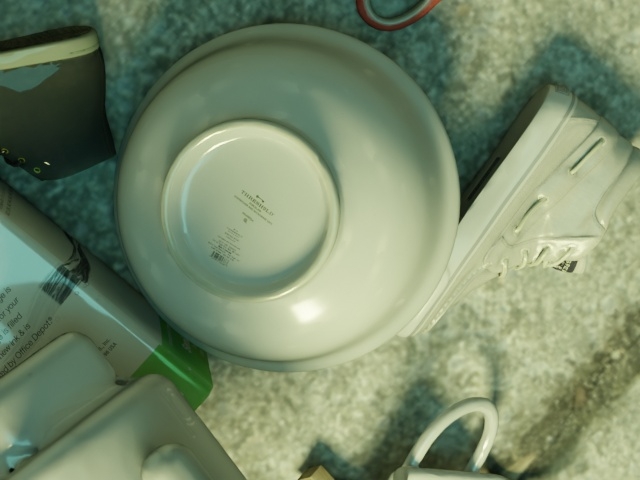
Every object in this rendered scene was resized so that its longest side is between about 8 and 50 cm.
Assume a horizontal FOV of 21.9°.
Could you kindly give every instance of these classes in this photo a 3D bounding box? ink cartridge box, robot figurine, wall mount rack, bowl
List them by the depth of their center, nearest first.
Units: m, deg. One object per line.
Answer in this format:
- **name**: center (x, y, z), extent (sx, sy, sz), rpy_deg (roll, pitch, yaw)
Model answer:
- **robot figurine**: center (-0.134, 0.244, 1.261), extent (0.200, 0.300, 0.353), rpy_deg (-37, 90, -31)
- **bowl**: center (-0.043, -0.029, 1.324), extent (0.297, 0.134, 0.298), rpy_deg (1, 95, 11)
- **ink cartridge box**: center (-0.258, 0.093, 1.392), extent (0.273, 0.115, 0.198), rpy_deg (42, 98, -16)
- **wall mount rack**: center (0.064, 0.306, 1.420), extent (0.304, 0.130, 0.350), rpy_deg (13, 109, -52)

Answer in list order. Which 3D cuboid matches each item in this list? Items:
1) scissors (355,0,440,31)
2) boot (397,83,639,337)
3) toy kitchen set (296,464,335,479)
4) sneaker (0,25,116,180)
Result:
- **scissors**: center (0.164, -0.239, 1.390), extent (0.297, 0.021, 0.109), rpy_deg (-5, 105, -3)
- **boot**: center (0.173, 0.001, 1.422), extent (0.123, 0.095, 0.258), rpy_deg (35, 99, -8)
- **toy kitchen set**: center (-0.014, 0.263, 1.501), extent (0.075, 0.068, 0.083), rpy_deg (48, 63, -6)
- **sneaker**: center (-0.281, -0.096, 1.351), extent (0.222, 0.083, 0.118), rpy_deg (-11, 108, -4)
